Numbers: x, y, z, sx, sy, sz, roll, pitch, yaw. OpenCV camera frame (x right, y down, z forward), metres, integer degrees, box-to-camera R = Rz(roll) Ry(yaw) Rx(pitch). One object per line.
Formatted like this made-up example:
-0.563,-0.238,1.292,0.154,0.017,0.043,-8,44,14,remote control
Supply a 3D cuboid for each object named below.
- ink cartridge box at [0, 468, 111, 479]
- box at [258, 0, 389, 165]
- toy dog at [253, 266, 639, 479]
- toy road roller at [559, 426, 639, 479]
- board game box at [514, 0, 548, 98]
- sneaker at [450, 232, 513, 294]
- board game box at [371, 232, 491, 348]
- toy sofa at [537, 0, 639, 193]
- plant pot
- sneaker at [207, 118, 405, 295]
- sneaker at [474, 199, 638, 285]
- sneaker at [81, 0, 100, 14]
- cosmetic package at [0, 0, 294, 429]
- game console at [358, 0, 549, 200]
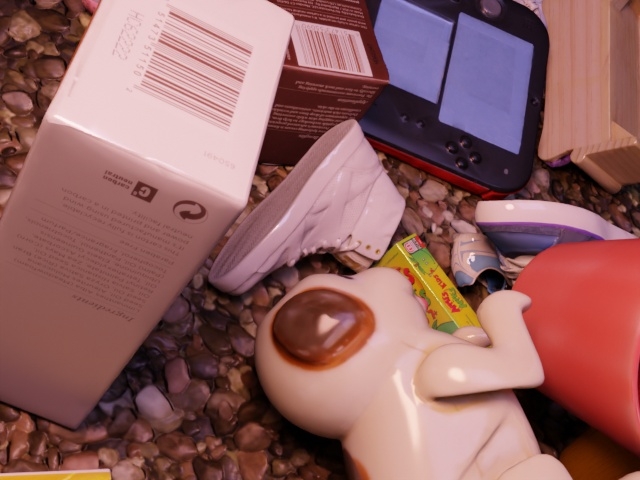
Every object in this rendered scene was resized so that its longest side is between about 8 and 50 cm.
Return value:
-0.322,0.357,0.857,0.303,0.072,0.307,5,55,-30,ink cartridge box
-0.041,-0.226,1.345,0.168,0.203,0.167,3,58,-31,box
0.093,0.214,1.114,0.395,0.284,0.408,-36,81,-9,toy dog
0.470,0.317,1.300,0.240,0.202,0.330,-12,60,-24,toy road roller
0.379,-0.433,1.857,0.390,0.050,0.390,12,54,-25,board game box
0.286,0.045,1.455,0.237,0.085,0.086,9,81,-31,sneaker
0.143,0.091,1.314,0.043,0.092,0.181,-27,76,-40,board game box
0.493,-0.274,1.716,0.150,0.177,0.363,27,61,-45,toy sofa
0.369,0.116,1.181,0.275,0.243,0.275,-6,101,-32,plant pot
0.000,0.000,1.277,0.292,0.108,0.169,-48,115,-22,sneaker
0.323,0.084,1.355,0.322,0.130,0.236,16,80,-39,sneaker
-0.249,-0.301,1.351,0.131,0.112,0.319,-16,65,-21,sneaker
-0.206,-0.027,0.931,0.161,0.453,0.230,24,49,-16,cosmetic package
0.202,-0.274,1.588,0.342,0.060,0.387,24,59,-17,game console
